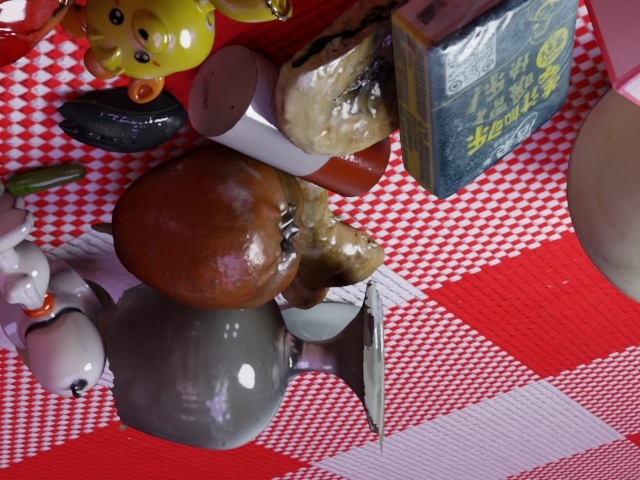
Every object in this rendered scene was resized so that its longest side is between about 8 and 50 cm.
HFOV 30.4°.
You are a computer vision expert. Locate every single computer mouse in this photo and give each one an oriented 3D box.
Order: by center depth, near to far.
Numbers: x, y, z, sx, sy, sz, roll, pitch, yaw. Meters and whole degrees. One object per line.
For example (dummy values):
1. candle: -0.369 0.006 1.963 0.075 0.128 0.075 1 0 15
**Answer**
1. computer mouse: -0.202 -0.119 1.205 0.135 0.047 0.079 -1 149 -14

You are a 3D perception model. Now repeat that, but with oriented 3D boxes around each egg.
1. egg: 0.422 -0.051 1.315 0.283 0.283 0.345 -20 155 14

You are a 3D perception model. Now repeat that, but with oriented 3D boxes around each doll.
1. doll: -0.128 -0.207 1.019 0.221 0.135 0.143 -20 118 25
2. doll: -0.328 0.054 1.391 0.144 0.208 0.271 -28 117 -9

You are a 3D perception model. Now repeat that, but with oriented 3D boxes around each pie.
1. pie: 0.051 -0.162 1.146 0.218 0.052 0.185 -39 154 -11

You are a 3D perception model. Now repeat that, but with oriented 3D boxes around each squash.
1. squash: -0.299 -0.067 1.283 0.089 0.027 0.027 -15 151 2

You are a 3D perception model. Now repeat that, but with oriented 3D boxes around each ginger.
1. ginger: 0.000 0.000 1.466 0.148 0.081 0.334 1 152 10

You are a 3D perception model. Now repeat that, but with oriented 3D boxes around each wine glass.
1. wine glass: -0.085 0.145 1.437 0.323 0.238 0.238 1 152 8
2. wine glass: -0.105 0.182 1.710 0.309 0.096 0.264 2 143 -24

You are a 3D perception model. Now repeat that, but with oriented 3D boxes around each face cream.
1. face cream: -0.027 -0.118 1.217 0.096 0.096 0.214 -31 146 31

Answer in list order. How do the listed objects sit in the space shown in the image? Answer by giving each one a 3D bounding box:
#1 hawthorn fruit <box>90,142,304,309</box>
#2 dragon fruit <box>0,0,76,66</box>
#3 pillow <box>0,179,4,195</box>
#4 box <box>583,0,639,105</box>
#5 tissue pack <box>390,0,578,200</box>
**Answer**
1. hawthorn fruit: -0.143 -0.012 1.293 0.251 0.199 0.199 -2 155 18
2. dragon fruit: -0.286 -0.207 0.893 0.209 0.172 0.172 7 147 -16
3. pillow: -0.445 -0.042 1.221 0.179 0.075 0.171 -26 148 21
4. box: 0.385 -0.259 0.898 0.300 0.314 0.312 18 140 -39
5. tissue pack: 0.161 -0.170 1.138 0.185 0.081 0.257 -37 154 -13
